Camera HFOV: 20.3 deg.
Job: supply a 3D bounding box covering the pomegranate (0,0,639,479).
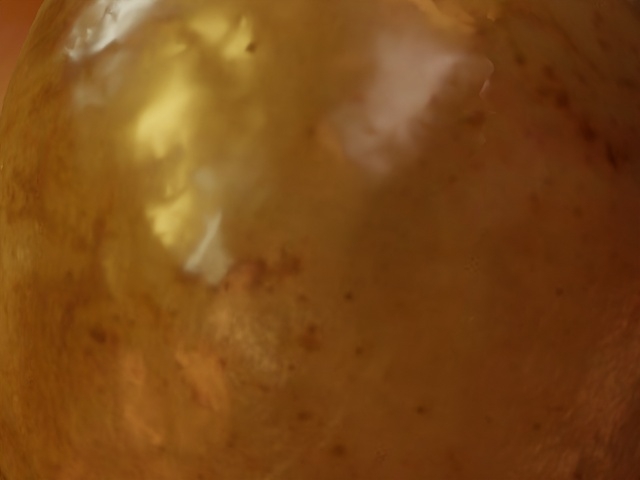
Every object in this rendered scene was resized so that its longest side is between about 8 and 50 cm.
[{"bbox_3d":[0.034,0.021,0.677,0.338,0.338,0.338,-46,-24,-28],"label":"pomegranate"}]
